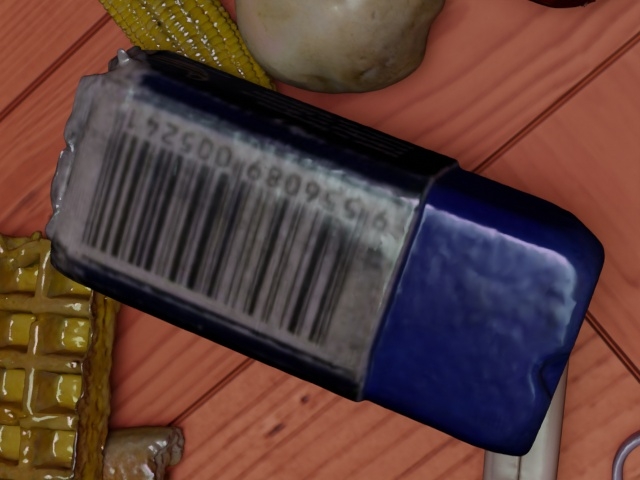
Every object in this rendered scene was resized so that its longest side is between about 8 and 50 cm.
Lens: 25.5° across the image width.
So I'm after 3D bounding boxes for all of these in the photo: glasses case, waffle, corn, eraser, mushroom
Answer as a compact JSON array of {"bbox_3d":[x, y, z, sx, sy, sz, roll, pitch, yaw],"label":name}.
[{"bbox_3d":[0.140,0.081,0.936,0.050,0.083,0.196,5,100,9],"label":"glasses case"},{"bbox_3d":[-0.256,0.101,0.996,0.219,0.057,0.229,7,89,17],"label":"waffle"},{"bbox_3d":[-0.096,-0.144,0.950,0.072,0.072,0.203,-36,91,13],"label":"corn"},{"bbox_3d":[0.000,0.000,0.867,0.332,0.101,0.155,21,108,12],"label":"eraser"},{"bbox_3d":[0.013,-0.162,0.908,0.148,0.112,0.148,2,100,12],"label":"mushroom"}]

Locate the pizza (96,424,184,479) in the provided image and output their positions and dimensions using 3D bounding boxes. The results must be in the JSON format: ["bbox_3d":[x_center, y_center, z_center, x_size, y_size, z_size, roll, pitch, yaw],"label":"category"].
[{"bbox_3d":[-0.194,0.232,1.029,0.134,0.056,0.271,38,99,5],"label":"pizza"}]

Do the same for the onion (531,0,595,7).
[{"bbox_3d":[0.151,-0.208,0.874,0.131,0.131,0.131,1,98,10],"label":"onion"}]

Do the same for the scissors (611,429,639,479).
[{"bbox_3d":[0.240,0.250,0.968,0.118,0.030,0.242,13,98,9],"label":"scissors"}]
